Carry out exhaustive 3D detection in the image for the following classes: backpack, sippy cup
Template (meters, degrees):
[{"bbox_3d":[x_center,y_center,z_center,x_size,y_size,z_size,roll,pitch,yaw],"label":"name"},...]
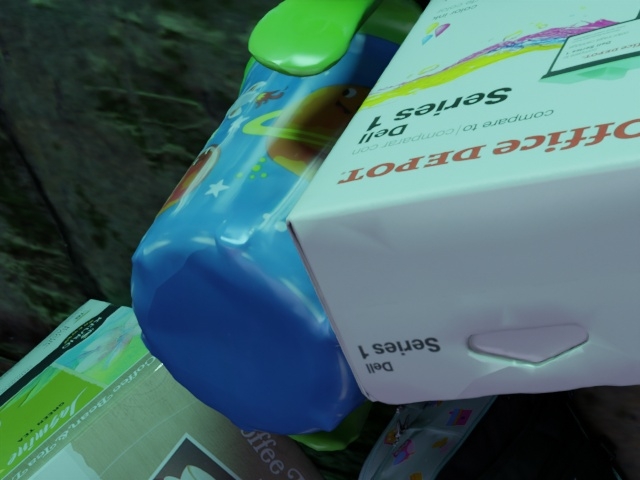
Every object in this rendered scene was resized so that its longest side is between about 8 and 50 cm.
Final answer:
[{"bbox_3d":[0.110,0.194,1.126,0.144,0.188,0.166,-11,119,43],"label":"backpack"},{"bbox_3d":[0.000,0.000,1.011,0.240,0.224,0.305,-15,116,45],"label":"sippy cup"}]

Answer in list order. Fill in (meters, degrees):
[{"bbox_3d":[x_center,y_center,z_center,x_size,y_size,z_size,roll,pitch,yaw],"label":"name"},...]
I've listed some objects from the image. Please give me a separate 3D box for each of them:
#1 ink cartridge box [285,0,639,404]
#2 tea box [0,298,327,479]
[{"bbox_3d":[0.132,-0.052,0.797,0.201,0.278,0.117,-9,120,30],"label":"ink cartridge box"},{"bbox_3d":[-0.125,0.245,1.253,0.329,0.220,0.323,53,161,-14],"label":"tea box"}]
